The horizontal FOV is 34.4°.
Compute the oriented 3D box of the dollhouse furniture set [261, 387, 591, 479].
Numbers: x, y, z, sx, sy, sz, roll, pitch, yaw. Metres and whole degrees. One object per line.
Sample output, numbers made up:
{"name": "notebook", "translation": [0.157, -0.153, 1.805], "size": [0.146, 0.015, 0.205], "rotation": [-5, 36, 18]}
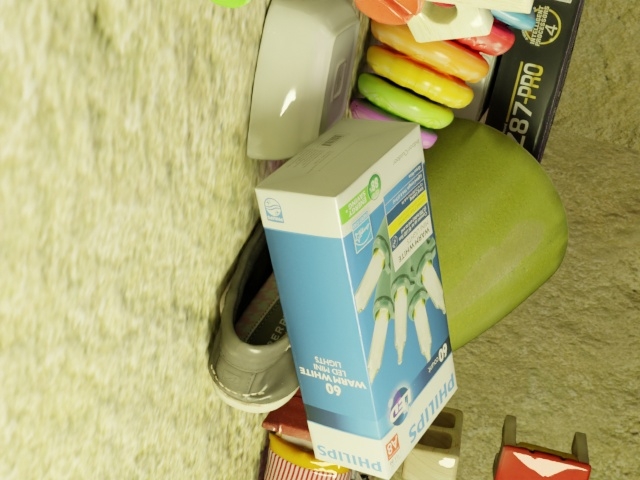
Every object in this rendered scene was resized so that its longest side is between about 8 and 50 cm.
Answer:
{"name": "dollhouse furniture set", "translation": [0.107, 0.303, 1.207], "size": [0.152, 0.374, 0.201], "rotation": [-58, 159, -69]}

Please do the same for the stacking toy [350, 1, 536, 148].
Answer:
{"name": "stacking toy", "translation": [0.099, -0.162, 1.167], "size": [0.175, 0.166, 0.302], "rotation": [-85, -160, -75]}

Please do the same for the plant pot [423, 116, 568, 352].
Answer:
{"name": "plant pot", "translation": [0.116, 0.037, 1.279], "size": [0.293, 0.275, 0.275], "rotation": [-44, 152, -37]}

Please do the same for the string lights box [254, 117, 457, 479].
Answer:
{"name": "string lights box", "translation": [0.036, 0.047, 0.840], "size": [0.133, 0.077, 0.260], "rotation": [-43, 131, -44]}

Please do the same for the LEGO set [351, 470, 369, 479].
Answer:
{"name": "LEGO set", "translation": [0.029, 0.312, 1.436], "size": [0.182, 0.060, 0.244], "rotation": [-35, 130, -67]}

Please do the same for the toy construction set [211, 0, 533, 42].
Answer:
{"name": "toy construction set", "translation": [0.033, -0.200, 0.506], "size": [0.151, 0.215, 0.328], "rotation": [109, 2, -46]}

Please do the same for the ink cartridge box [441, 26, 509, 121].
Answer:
{"name": "ink cartridge box", "translation": [0.184, -0.248, 1.461], "size": [0.176, 0.128, 0.127], "rotation": [-46, 149, -68]}

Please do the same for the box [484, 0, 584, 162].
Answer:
{"name": "box", "translation": [0.311, -0.253, 1.505], "size": [0.318, 0.097, 0.395], "rotation": [-43, 146, -69]}

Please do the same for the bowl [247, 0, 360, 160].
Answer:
{"name": "bowl", "translation": [-0.008, -0.138, 0.851], "size": [0.142, 0.053, 0.142], "rotation": [-52, 153, -65]}

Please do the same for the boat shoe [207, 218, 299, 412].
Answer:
{"name": "boat shoe", "translation": [0.000, 0.000, 0.930], "size": [0.095, 0.112, 0.335], "rotation": [98, 16, -54]}
